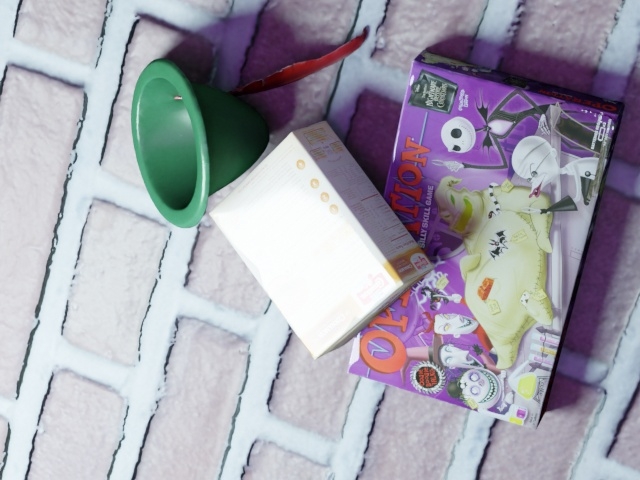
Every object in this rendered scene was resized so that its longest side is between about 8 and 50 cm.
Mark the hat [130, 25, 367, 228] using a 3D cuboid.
[{"bbox_3d":[-0.069,-0.113,1.796,0.208,0.183,0.173,5,105,62],"label":"hat"}]

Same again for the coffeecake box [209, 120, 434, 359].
[{"bbox_3d":[0.000,0.000,1.760,0.142,0.068,0.185,-42,79,34],"label":"coffeecake box"}]

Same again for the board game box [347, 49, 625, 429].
[{"bbox_3d":[0.159,0.003,1.758,0.208,0.056,0.347,17,115,15],"label":"board game box"}]
